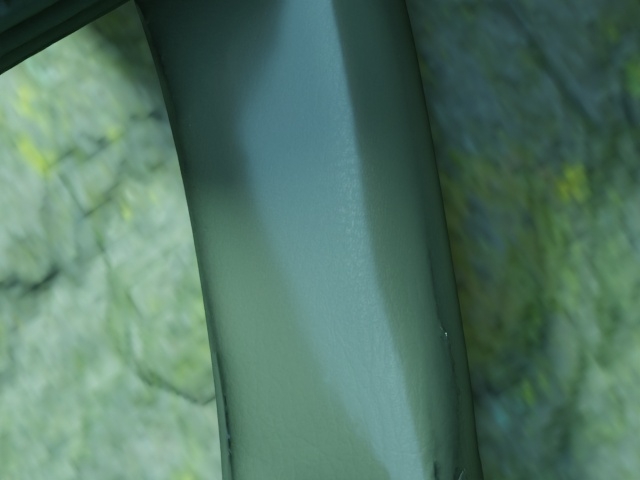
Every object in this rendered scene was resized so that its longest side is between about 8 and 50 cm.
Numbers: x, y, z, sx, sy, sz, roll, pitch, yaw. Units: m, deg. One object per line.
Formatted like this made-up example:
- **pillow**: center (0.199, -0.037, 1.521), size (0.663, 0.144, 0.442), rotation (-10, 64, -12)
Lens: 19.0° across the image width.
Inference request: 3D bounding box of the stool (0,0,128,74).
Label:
- **stool**: center (-0.075, -0.263, 0.794), size (0.330, 0.297, 0.297), rotation (-24, 88, 13)

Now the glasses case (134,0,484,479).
- **glasses case**: center (-0.002, 0.000, 0.909), size (0.128, 0.083, 0.308), rotation (-9, 92, 17)
